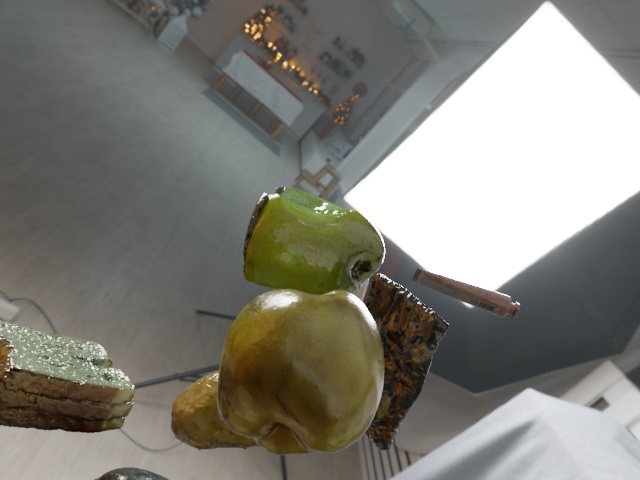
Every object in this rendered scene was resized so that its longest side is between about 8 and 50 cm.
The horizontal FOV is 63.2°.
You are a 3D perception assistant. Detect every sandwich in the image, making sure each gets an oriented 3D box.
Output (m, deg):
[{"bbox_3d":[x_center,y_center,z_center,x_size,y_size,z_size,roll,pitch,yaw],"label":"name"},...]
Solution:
[{"bbox_3d":[-0.486,0.249,0.955,0.249,0.095,0.273,27,-6,-41],"label":"sandwich"}]

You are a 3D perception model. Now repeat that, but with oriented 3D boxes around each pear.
[{"bbox_3d":[-0.022,0.145,0.606,0.200,0.200,0.200,39,16,-13],"label":"pear"},{"bbox_3d":[0.000,0.000,1.065,0.292,0.159,0.292,11,19,-4],"label":"pear"}]

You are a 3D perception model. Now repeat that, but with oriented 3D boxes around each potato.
[{"bbox_3d":[-0.233,0.415,1.279,0.229,0.266,0.229,164,-90,-85],"label":"potato"}]

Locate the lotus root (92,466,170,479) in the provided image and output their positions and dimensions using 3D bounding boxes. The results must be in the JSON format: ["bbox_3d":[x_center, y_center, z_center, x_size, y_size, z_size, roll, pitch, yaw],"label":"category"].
[{"bbox_3d":[-0.335,0.478,0.927,0.322,0.158,0.140,68,20,-45],"label":"lotus root"}]

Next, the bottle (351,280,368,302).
[{"bbox_3d":[0.104,0.090,1.733,0.148,0.236,0.147,20,-19,7],"label":"bottle"}]

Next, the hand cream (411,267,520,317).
[{"bbox_3d":[0.284,0.102,1.023,0.210,0.043,0.067,20,-23,6],"label":"hand cream"}]

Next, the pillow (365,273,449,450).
[{"bbox_3d":[0.109,0.204,0.893,0.034,0.255,0.189,11,17,-35],"label":"pillow"}]
